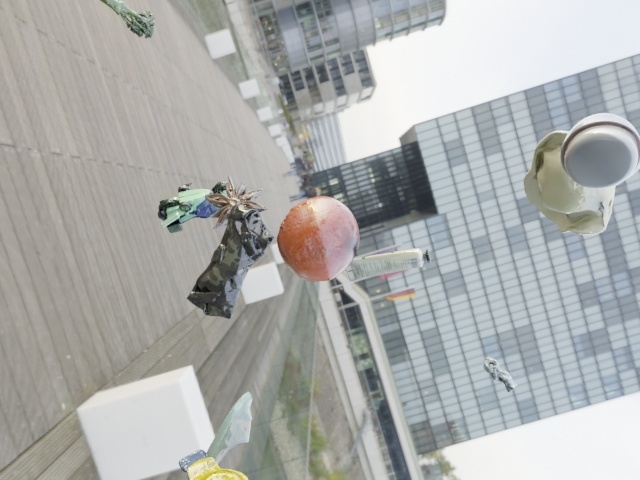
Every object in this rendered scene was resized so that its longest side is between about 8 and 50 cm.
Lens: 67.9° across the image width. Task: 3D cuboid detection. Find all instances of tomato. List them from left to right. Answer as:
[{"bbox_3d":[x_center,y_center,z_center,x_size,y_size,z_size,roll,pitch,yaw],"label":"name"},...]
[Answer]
[{"bbox_3d":[0.000,0.000,1.164,0.184,0.208,0.208,40,-6,14],"label":"tomato"}]

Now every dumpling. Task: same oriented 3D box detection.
[{"bbox_3d":[0.719,-0.172,1.394,0.318,0.187,0.242,64,-24,-8],"label":"dumpling"}]

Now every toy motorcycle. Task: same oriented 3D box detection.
[{"bbox_3d":[-0.486,-0.137,1.922,0.196,0.330,0.125,74,-2,-56],"label":"toy motorcycle"}]

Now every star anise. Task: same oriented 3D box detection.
[{"bbox_3d":[-0.261,-0.100,1.439,0.065,0.195,0.183,102,11,-65],"label":"star anise"}]

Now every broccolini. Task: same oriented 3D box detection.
[{"bbox_3d":[-0.455,-0.523,1.074,0.058,0.067,0.216,36,12,11],"label":"broccolini"}]

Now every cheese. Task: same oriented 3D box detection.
[{"bbox_3d":[-0.274,0.615,1.204,0.250,0.156,0.064,24,-59,47],"label":"cheese"}]

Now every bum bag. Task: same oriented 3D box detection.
[{"bbox_3d":[-0.246,0.066,1.327,0.143,0.341,0.095,29,10,1],"label":"bum bag"}]

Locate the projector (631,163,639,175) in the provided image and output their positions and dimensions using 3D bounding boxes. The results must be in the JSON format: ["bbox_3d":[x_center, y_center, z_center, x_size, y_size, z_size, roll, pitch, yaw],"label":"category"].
[{"bbox_3d":[0.901,-0.224,1.402,0.147,0.115,0.061,-50,-122,44],"label":"projector"}]

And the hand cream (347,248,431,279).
[{"bbox_3d":[0.186,0.064,1.316,0.050,0.233,0.080,-83,157,-50],"label":"hand cream"}]

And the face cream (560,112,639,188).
[{"bbox_3d":[0.467,-0.151,0.793,0.104,0.117,0.117,-52,133,-45],"label":"face cream"}]

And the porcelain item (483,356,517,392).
[{"bbox_3d":[0.391,0.291,1.040,0.083,0.036,0.028,49,19,17],"label":"porcelain item"}]

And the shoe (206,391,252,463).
[{"bbox_3d":[-0.269,0.607,1.500,0.100,0.251,0.103,29,-15,8],"label":"shoe"}]
